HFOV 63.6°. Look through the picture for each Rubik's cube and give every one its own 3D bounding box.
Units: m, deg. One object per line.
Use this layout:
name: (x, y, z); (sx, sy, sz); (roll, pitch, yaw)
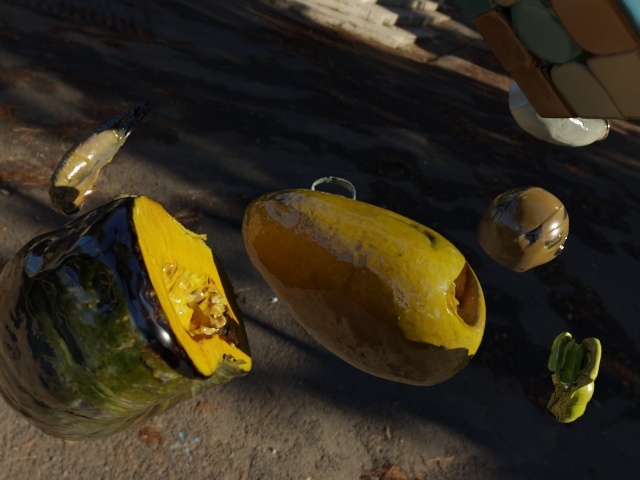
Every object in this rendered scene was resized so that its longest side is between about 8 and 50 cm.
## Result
Rubik's cube: (0.430, -0.405, 0.717); (0.346, 0.347, 0.344); (45, 6, -15)

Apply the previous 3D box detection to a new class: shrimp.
shrimp: (-0.387, -0.153, 0.896); (0.066, 0.117, 0.262); (33, 50, -6)

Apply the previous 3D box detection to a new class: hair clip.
hair clip: (0.279, 0.153, 0.574); (0.046, 0.173, 0.072); (12, 62, 28)

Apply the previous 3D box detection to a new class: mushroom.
mushroom: (0.539, -0.268, 1.155); (0.270, 0.103, 0.118); (21, 70, -21)

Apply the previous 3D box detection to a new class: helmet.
helmet: (0.478, -0.044, 1.197); (0.224, 0.130, 0.198); (-36, 66, -9)

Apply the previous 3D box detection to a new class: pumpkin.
pumpkin: (-0.224, 0.078, 0.551); (0.232, 0.325, 0.242); (-18, 72, 0)

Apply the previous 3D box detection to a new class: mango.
mango: (0.051, 0.058, 0.711); (0.364, 0.253, 0.182); (30, 54, -2)

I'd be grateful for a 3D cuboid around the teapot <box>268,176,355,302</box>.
teapot: (0.000, 0.000, 1.012); (0.129, 0.193, 0.295); (16, 65, 0)
